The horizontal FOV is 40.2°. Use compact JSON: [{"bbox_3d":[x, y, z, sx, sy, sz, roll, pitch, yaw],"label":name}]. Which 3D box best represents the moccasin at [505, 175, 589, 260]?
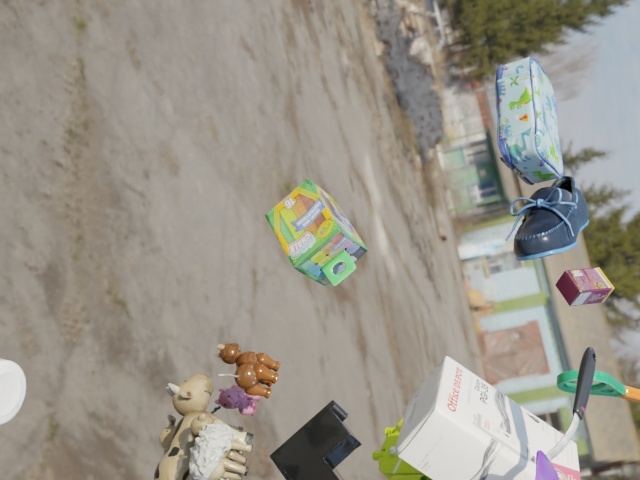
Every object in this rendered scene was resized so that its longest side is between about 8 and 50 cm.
[{"bbox_3d":[0.435,-0.048,1.703,0.342,0.138,0.117,-33,111,-64],"label":"moccasin"}]

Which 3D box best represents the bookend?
[{"bbox_3d":[0.019,0.400,1.570,0.156,0.157,0.072,45,-4,38],"label":"bookend"}]

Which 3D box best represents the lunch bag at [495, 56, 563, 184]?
[{"bbox_3d":[0.405,-0.226,1.694,0.176,0.090,0.219,26,58,-53],"label":"lunch bag"}]

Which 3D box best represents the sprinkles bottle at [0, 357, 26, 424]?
[{"bbox_3d":[-0.730,0.263,1.654,0.121,0.355,0.121,5,90,-66],"label":"sprinkles bottle"}]

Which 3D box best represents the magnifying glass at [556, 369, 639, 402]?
[{"bbox_3d":[0.533,0.273,1.605,0.092,0.231,0.026,-36,-134,54],"label":"magnifying glass"}]

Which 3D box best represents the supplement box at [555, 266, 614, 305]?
[{"bbox_3d":[0.479,0.084,1.586,0.055,0.083,0.043,65,-34,37],"label":"supplement box"}]

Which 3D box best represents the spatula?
[{"bbox_3d":[0.367,0.280,1.298,0.084,0.030,0.296,53,53,-32],"label":"spatula"}]

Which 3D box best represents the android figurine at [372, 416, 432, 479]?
[{"bbox_3d":[0.214,0.403,1.734,0.056,0.273,0.248,50,54,-20],"label":"android figurine"}]

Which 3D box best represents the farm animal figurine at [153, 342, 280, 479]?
[{"bbox_3d":[-0.212,0.337,1.555,0.327,0.172,0.330,-74,-172,-46],"label":"farm animal figurine"}]

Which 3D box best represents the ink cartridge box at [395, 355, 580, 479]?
[{"bbox_3d":[0.283,0.349,1.464,0.283,0.117,0.207,34,22,1],"label":"ink cartridge box"}]

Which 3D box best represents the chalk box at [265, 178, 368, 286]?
[{"bbox_3d":[0.000,0.000,1.878,0.132,0.132,0.213,35,19,-52],"label":"chalk box"}]
